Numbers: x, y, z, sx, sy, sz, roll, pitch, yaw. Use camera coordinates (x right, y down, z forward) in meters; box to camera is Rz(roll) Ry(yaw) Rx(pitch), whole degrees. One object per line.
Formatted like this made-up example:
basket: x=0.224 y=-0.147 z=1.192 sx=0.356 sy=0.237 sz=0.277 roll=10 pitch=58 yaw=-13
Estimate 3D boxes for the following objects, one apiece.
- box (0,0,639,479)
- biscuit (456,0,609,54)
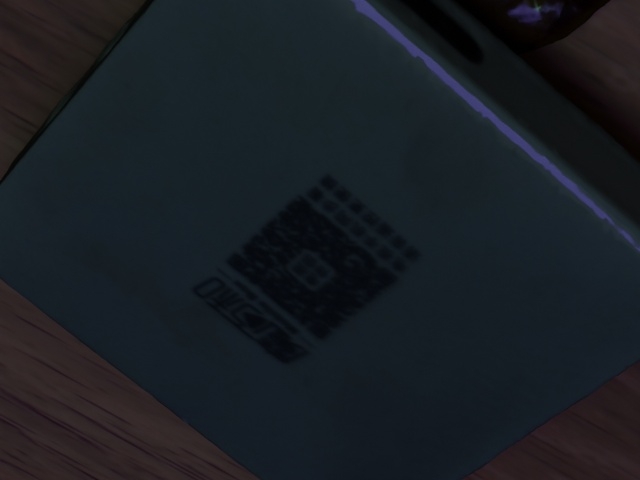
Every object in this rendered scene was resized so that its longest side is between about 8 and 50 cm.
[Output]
box: x=0.000 y=0.000 z=1.005 sx=0.367 sy=0.090 sz=0.373 roll=40 pitch=130 yaw=-11
biscuit: x=0.087 y=-0.199 z=0.899 sx=0.212 sy=0.036 sz=0.212 roll=8 pitch=124 yaw=11
